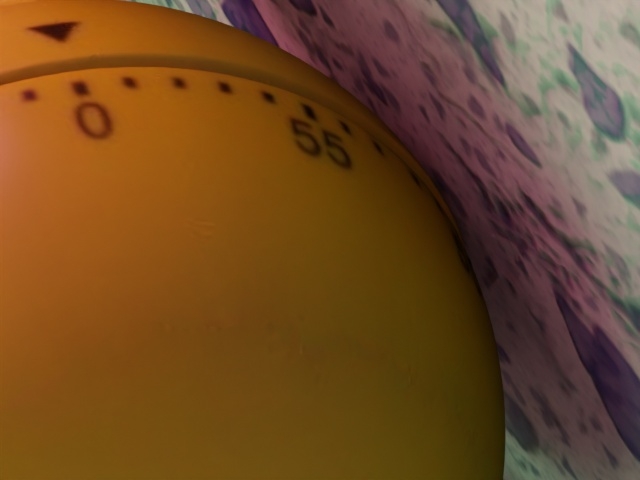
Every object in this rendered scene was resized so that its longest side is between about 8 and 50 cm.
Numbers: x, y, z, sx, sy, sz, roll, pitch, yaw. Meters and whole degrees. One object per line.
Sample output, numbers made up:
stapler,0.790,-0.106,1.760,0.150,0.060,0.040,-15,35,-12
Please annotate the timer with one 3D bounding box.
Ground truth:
timer,-0.113,0.052,0.817,0.387,0.376,0.376,59,172,47
